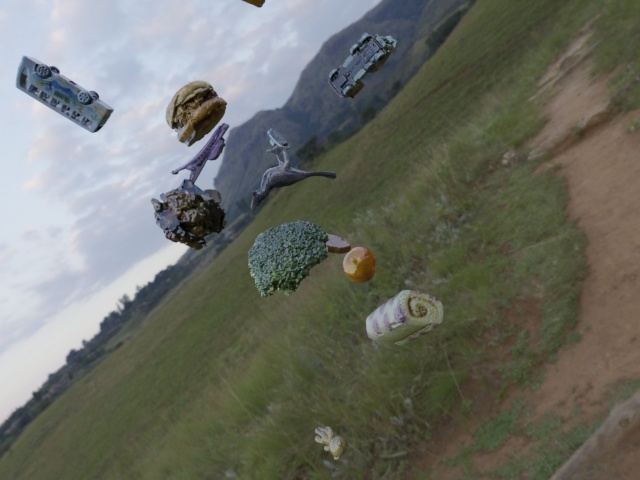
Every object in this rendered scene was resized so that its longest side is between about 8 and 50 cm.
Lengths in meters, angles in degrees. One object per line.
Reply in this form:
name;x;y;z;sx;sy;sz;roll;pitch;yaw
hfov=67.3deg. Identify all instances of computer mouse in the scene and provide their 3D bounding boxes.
computer mouse;-0.435;-0.170;1.904;0.039;0.065;0.096;-21;-10;39

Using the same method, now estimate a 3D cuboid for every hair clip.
hair clip;-0.431;-0.321;1.805;0.278;0.090;0.137;-44;23;-3

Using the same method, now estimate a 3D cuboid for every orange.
orange;0.189;0.116;2.299;0.178;0.155;0.177;12;-90;-74

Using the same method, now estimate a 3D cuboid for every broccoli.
broccoli;-0.137;0.058;1.822;0.375;0.249;0.302;-53;6;-36

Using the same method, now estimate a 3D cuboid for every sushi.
sushi;-0.468;-0.074;1.698;0.239;0.224;0.218;15;56;34

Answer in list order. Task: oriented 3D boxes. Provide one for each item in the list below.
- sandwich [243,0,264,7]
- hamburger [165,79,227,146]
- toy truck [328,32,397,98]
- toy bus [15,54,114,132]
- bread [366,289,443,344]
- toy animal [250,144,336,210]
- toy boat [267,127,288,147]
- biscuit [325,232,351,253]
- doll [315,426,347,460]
sandwich;-0.273;-0.945;1.759;0.079;0.164;0.113;-80;13;-51
hamburger;-0.476;-0.486;1.832;0.244;0.163;0.244;-44;11;11
toy truck;0.159;-0.627;1.724;0.257;0.108;0.140;-44;-15;28
toy bus;-0.949;-0.539;1.780;0.135;0.330;0.109;-55;16;9
bread;0.326;0.311;1.922;0.338;0.187;0.155;124;153;-59
toy animal;-0.137;-0.274;1.879;0.367;0.205;0.081;-23;4;-16
toy boat;-0.214;-0.487;2.332;0.059;0.140;0.066;-21;-29;-43
biscuit;0.000;0.003;2.051;0.186;0.044;0.295;-13;25;-40
doll;0.020;0.470;1.123;0.093;0.061;0.051;6;8;30
